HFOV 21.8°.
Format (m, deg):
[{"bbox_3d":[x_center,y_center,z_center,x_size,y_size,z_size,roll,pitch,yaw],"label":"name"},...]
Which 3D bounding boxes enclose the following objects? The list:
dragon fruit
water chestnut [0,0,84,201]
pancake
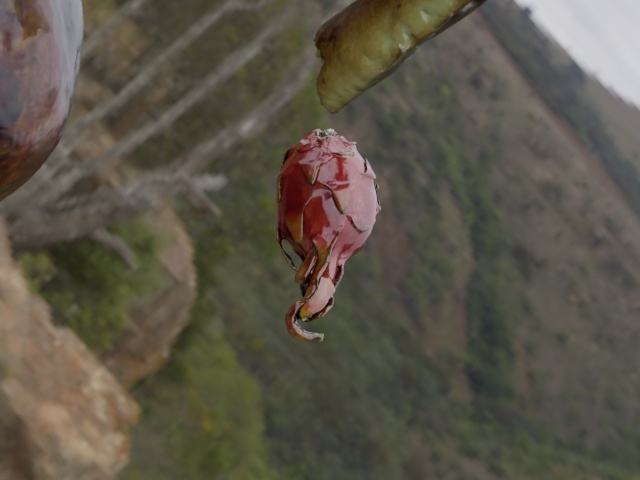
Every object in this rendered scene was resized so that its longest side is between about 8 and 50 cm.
[{"bbox_3d":[0.000,0.000,1.412,0.094,0.094,0.190,38,53,-55],"label":"dragon fruit"},{"bbox_3d":[-0.368,-0.157,1.344,0.350,0.350,0.302,48,36,-5],"label":"water chestnut"},{"bbox_3d":[0.163,-0.263,1.227,0.067,0.427,0.305,47,17,-6],"label":"pancake"}]
